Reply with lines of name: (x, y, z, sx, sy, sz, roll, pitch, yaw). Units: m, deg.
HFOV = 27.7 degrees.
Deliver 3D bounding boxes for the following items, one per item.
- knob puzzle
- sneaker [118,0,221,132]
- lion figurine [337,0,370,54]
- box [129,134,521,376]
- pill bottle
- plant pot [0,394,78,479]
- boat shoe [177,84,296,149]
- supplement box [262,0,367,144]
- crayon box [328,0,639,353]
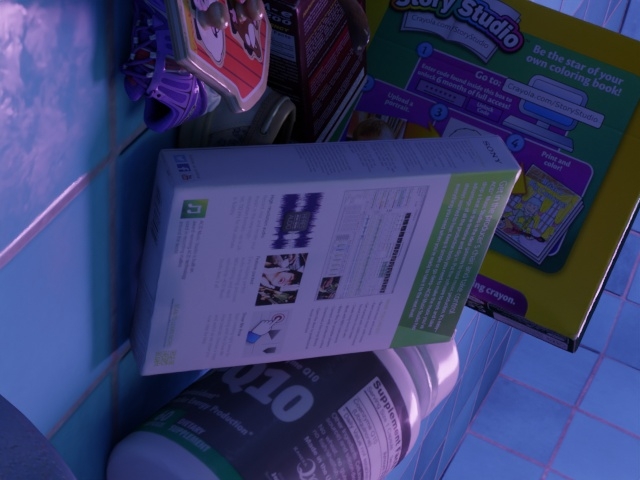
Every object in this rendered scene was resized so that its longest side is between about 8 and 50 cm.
knob puzzle: (-0.066, -0.184, 0.930, 0.213, 0.030, 0.213, -14, 90, -74)
sneaker: (-0.119, -0.140, 0.961, 0.071, 0.068, 0.170, -38, 147, -20)
lion figurine: (0.017, -0.330, 0.945, 0.142, 0.240, 0.392, -98, -150, -53)
box: (0.000, 0.013, 1.170, 0.321, 0.058, 0.232, -3, 135, -21)
pill bottle: (-0.027, 0.193, 1.344, 0.361, 0.204, 0.204, -37, 149, -38)
plant pot: (-0.252, 0.203, 0.670, 0.247, 0.252, 0.248, -22, 134, -68)
boat shoe: (-0.077, -0.029, 1.189, 0.105, 0.089, 0.285, -54, 160, -37)
supplement box: (-0.016, -0.189, 1.194, 0.130, 0.073, 0.239, -58, 163, -27)
crayon box: (0.166, -0.101, 1.371, 0.313, 0.362, 0.106, -64, 165, -8)
